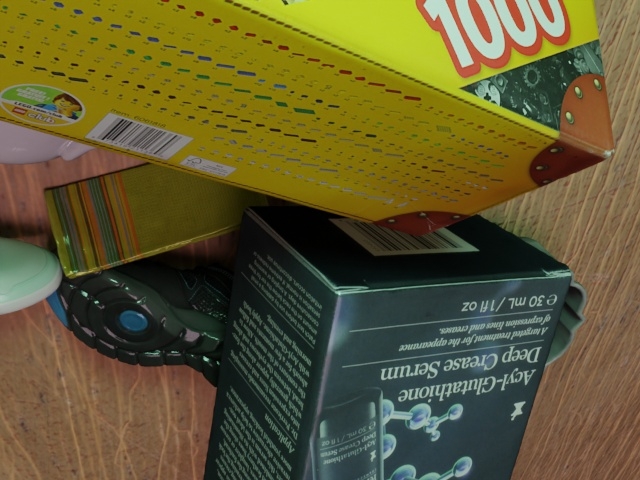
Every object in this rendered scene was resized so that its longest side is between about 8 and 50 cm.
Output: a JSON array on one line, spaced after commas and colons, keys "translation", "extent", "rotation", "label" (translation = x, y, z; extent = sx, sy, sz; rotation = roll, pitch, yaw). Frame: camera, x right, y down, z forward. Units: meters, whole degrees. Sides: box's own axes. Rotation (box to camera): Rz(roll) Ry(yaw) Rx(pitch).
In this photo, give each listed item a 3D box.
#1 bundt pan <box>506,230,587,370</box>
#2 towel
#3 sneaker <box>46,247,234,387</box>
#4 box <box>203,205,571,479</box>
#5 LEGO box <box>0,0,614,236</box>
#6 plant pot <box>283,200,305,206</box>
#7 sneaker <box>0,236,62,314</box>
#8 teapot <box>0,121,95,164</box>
[{"translation": [0.211, 0.111, 1.203], "extent": [0.331, 0.124, 0.330], "rotation": [-13, 136, -13], "label": "bundt pan"}, {"translation": [-0.181, -0.038, 0.918], "extent": [0.237, 0.102, 0.021], "rotation": [-17, 179, -7], "label": "towel"}, {"translation": [-0.180, 0.086, 1.024], "extent": [0.341, 0.139, 0.125], "rotation": [28, 129, -19], "label": "sneaker"}, {"translation": [0.057, 0.175, 0.920], "extent": [0.294, 0.212, 0.395], "rotation": [-3, 115, -30], "label": "box"}, {"translation": [-0.061, -0.248, 0.521], "extent": [0.500, 0.372, 0.193], "rotation": [14, 156, -35], "label": "LEGO box"}, {"translation": [0.000, 0.000, 1.025], "extent": [0.109, 0.109, 0.096], "rotation": [14, 138, -33], "label": "plant pot"}, {"translation": [-0.382, -0.006, 0.823], "extent": [0.256, 0.094, 0.151], "rotation": [7, 134, -25], "label": "sneaker"}, {"translation": [-0.239, -0.192, 0.624], "extent": [0.256, 0.252, 0.187], "rotation": [23, 122, -39], "label": "teapot"}]
